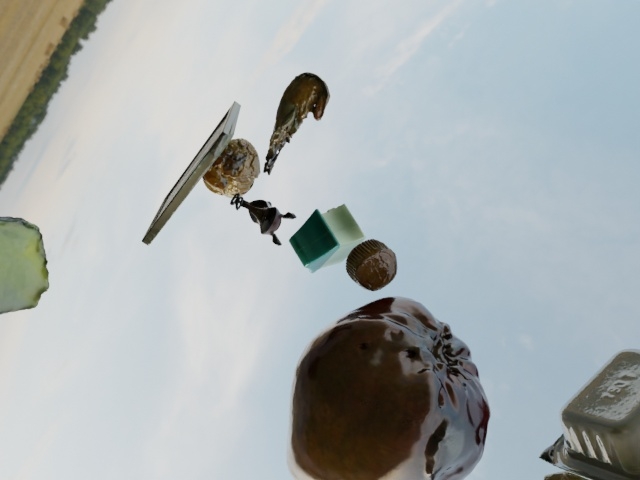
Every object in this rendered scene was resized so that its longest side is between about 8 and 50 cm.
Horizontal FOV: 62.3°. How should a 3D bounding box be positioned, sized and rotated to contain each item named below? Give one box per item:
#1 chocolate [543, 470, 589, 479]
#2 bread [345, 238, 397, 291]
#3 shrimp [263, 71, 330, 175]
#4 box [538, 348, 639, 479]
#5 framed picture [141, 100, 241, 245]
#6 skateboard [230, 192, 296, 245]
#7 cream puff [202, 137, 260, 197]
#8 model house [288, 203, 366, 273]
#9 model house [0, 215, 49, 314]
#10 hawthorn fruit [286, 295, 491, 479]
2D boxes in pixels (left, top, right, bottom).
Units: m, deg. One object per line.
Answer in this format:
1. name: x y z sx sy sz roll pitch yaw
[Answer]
1. chocolate: 0.580 0.517 1.128 0.219 0.086 0.085 -34 -140 45
2. bread: 0.082 0.037 0.860 0.085 0.085 0.053 -54 -145 10
3. shrimp: -0.067 -0.267 1.241 0.117 0.066 0.261 29 -76 33
4. box: 0.601 0.316 1.022 0.337 0.105 0.264 -32 -173 -22
5. framed picture: -0.227 -0.122 0.953 0.260 0.023 0.189 -48 -159 22
6. skateboard: -0.117 -0.050 1.011 0.151 0.080 0.067 34 -83 55
7. cream puff: -0.184 -0.155 1.094 0.133 0.119 0.104 -44 172 -17
8. model house: 0.000 0.000 1.172 0.100 0.149 0.127 57 -42 16
9. model house: -0.604 0.050 0.903 0.212 0.194 0.170 -9 -88 41
10. hawthorn fruit: 0.081 0.248 0.784 0.325 0.308 0.308 -35 -143 9
